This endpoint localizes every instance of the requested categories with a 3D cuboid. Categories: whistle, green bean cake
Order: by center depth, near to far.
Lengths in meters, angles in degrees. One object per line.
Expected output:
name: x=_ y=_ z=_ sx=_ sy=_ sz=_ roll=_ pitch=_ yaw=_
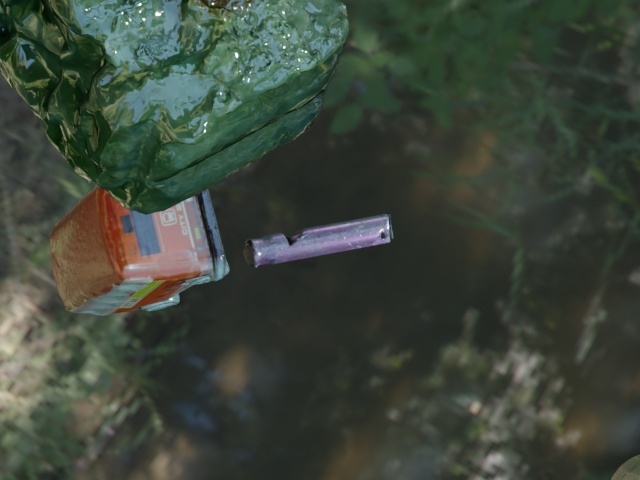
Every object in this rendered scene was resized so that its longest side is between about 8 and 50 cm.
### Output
green bean cake: x=-0.120 y=-0.199 z=1.051 sx=0.169 sy=0.300 sz=0.308 roll=-33 pitch=166 yaw=-25
whistle: x=0.000 y=0.000 z=1.943 sx=0.176 sy=0.033 sz=0.033 roll=-10 pitch=121 yaw=-26

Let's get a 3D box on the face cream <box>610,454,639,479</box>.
face cream: x=0.329 y=0.244 z=1.555 sx=0.102 sy=0.102 sz=0.345 roll=-58 pitch=-178 yaw=-4

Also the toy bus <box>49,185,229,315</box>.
toy bus: x=-0.176 y=0.004 z=1.676 sx=0.120 sy=0.265 sz=0.121 roll=-13 pitch=84 yaw=-22
